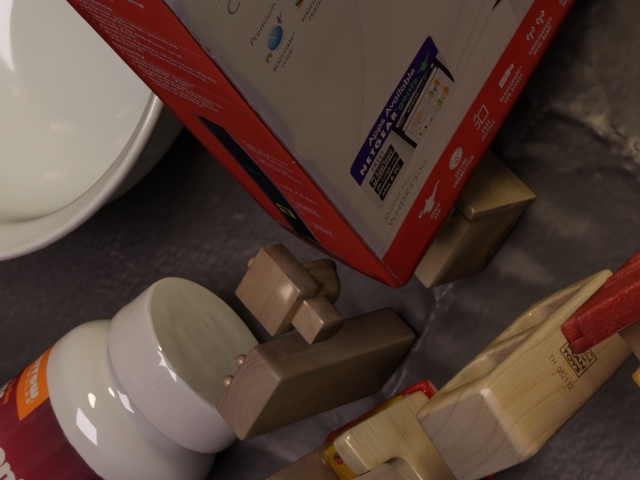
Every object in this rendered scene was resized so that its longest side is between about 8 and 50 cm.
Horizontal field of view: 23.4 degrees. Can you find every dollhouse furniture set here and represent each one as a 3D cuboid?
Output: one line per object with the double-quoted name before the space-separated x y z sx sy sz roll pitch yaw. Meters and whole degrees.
"dollhouse furniture set" 0.000 0.000 0.849 0.123 0.144 0.151 48 127 24
"dollhouse furniture set" 0.162 0.110 0.756 0.201 0.152 0.374 53 139 1

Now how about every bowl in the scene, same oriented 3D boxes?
"bowl" -0.171 -0.138 0.929 0.298 0.134 0.298 1 92 28

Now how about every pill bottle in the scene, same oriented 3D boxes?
"pill bottle" -0.140 0.123 0.926 0.221 0.121 0.121 -39 73 24

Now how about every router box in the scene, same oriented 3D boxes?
"router box" 0.048 -0.180 0.652 0.082 0.301 0.335 28 82 26
